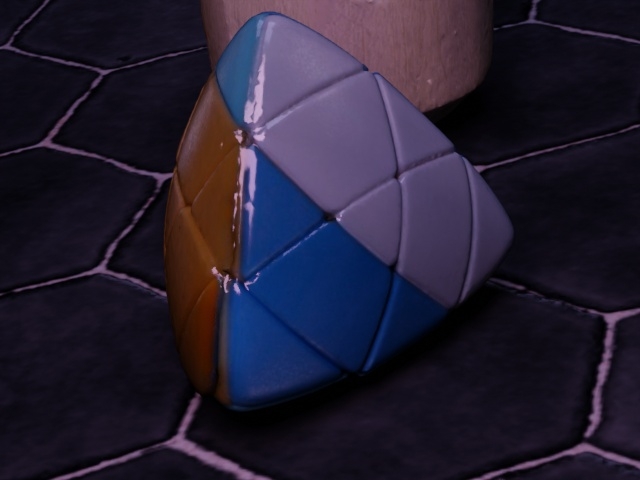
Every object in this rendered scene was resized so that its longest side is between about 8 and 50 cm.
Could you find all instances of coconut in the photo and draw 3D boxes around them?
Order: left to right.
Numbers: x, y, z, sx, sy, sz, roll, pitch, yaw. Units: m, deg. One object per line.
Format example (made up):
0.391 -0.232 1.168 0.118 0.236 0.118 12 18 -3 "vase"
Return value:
0.017 -0.212 1.535 0.237 0.265 0.237 0 30 0 "coconut"

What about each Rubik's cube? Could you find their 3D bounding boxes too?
0.000 0.000 1.292 0.254 0.254 0.254 -7 27 4 "Rubik's cube"
